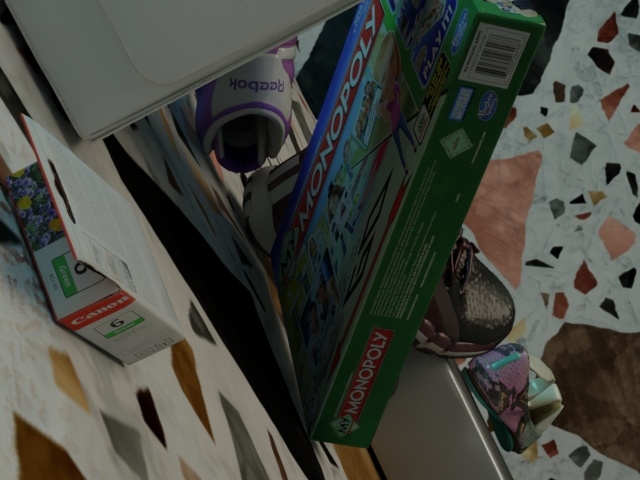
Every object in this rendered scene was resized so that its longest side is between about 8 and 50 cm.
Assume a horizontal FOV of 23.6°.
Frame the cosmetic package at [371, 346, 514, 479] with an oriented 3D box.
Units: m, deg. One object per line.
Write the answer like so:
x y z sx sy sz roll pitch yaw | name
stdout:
0.120 0.209 1.395 0.377 0.097 0.284 65 7 19 | cosmetic package

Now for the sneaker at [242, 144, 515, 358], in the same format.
0.089 -0.006 1.215 0.281 0.162 0.106 26 44 -32 | sneaker

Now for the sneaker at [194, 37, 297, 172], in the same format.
-0.079 -0.134 1.223 0.282 0.102 0.161 -164 -105 -80 | sneaker

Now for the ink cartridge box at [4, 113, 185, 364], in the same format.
-0.090 0.003 0.572 0.063 0.029 0.115 66 6 21 | ink cartridge box

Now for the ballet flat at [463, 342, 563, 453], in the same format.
0.196 0.155 1.512 0.077 0.079 0.221 64 3 27 | ballet flat

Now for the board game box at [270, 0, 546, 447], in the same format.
0.044 -0.053 1.002 0.213 0.046 0.317 -106 -150 -54 | board game box

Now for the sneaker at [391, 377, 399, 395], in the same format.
0.023 0.106 1.200 0.166 0.065 0.076 50 30 -59 | sneaker

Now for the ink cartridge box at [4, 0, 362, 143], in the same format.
-0.071 -0.193 0.817 0.198 0.197 0.270 63 4 -10 | ink cartridge box
